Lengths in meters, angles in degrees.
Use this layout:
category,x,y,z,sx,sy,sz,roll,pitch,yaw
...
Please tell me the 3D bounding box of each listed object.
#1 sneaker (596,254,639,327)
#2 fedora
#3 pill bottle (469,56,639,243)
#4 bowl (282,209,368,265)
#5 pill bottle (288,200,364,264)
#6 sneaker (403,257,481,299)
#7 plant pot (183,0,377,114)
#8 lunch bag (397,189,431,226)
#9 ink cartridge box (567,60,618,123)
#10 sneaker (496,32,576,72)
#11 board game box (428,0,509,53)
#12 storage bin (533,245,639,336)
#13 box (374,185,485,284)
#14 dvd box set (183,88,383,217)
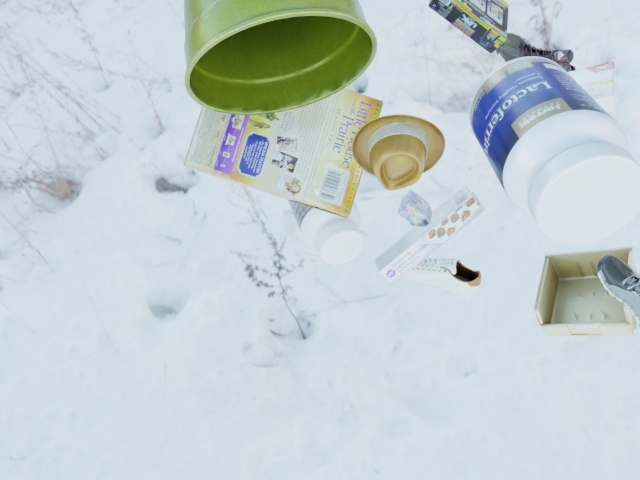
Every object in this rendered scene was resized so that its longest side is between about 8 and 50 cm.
category,x,y,z,sx,sy,sz,roll,pitch,yaw
sneaker,0.709,0.112,1.214,0.086,0.132,0.229,-35,82,-18
fedora,0.148,-0.155,1.089,0.194,0.194,0.079,1,59,9
pill bottle,0.300,-0.123,0.744,0.153,0.153,0.265,-7,38,2
bowl,0.000,0.000,1.890,0.298,0.298,0.134,18,97,21
pill bottle,0.012,-0.087,1.635,0.176,0.176,0.318,-18,48,-7
sneaker,0.370,0.081,1.800,0.290,0.123,0.106,18,48,7
plant pot,-0.110,-0.485,1.096,0.366,0.366,0.353,-13,81,-3
lunch bag,0.238,-0.073,1.410,0.083,0.053,0.071,33,37,-7
ink cartridge box,0.586,-0.306,1.245,0.115,0.067,0.198,-8,39,32
sneaker,0.700,-0.592,1.795,0.162,0.281,0.106,4,77,62
board game box,0.308,-0.485,1.172,0.170,0.048,0.141,30,50,-16
storage bin,0.822,0.162,1.749,0.262,0.123,0.260,-8,39,39
box,0.287,-0.013,1.516,0.324,0.063,0.067,-42,27,18
dvd box set,-0.086,-0.262,1.397,0.420,0.062,0.308,16,87,-6
